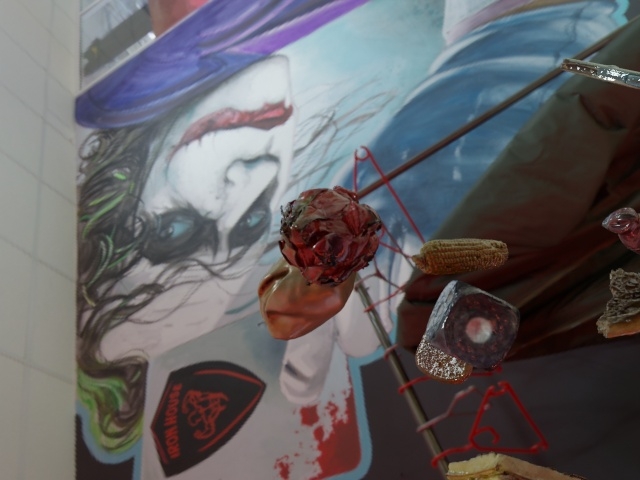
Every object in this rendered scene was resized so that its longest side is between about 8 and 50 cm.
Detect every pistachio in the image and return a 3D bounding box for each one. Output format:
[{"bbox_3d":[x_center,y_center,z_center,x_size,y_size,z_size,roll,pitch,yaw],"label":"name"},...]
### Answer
[{"bbox_3d":[-0.042,0.157,1.883,0.365,0.445,0.281,-5,-136,-39],"label":"pistachio"}]

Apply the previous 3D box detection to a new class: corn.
[{"bbox_3d":[0.365,0.041,1.464,0.097,0.261,0.097,177,90,-78],"label":"corn"}]

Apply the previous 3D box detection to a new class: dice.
[{"bbox_3d":[0.383,0.215,1.428,0.181,0.182,0.183,27,179,1],"label":"dice"}]

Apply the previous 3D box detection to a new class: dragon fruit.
[{"bbox_3d":[0.009,-0.023,1.216,0.234,0.234,0.293,63,-170,24],"label":"dragon fruit"}]

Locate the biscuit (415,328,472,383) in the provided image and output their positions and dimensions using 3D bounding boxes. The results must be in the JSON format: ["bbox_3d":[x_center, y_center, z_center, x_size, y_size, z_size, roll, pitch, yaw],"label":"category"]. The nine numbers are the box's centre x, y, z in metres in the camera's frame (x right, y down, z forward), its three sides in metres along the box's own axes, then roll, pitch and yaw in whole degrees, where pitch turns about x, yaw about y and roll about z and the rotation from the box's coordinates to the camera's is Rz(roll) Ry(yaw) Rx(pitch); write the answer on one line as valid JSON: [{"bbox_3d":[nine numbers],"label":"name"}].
[{"bbox_3d":[0.475,0.382,2.042,0.052,0.277,0.262,36,162,-29],"label":"biscuit"}]

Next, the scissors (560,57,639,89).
[{"bbox_3d":[0.691,-0.388,1.320,0.289,0.138,0.041,35,127,47],"label":"scissors"}]

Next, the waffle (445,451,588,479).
[{"bbox_3d":[0.530,0.643,1.411,0.376,0.261,0.114,20,-119,-10],"label":"waffle"}]

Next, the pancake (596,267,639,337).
[{"bbox_3d":[0.856,0.149,1.547,0.244,0.266,0.057,-101,-11,-58],"label":"pancake"}]

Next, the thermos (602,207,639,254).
[{"bbox_3d":[0.917,0.008,1.505,0.330,0.109,0.136,26,-171,-16],"label":"thermos"}]
